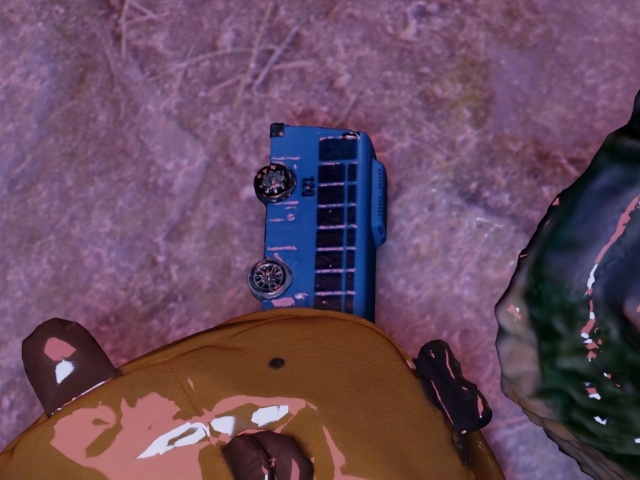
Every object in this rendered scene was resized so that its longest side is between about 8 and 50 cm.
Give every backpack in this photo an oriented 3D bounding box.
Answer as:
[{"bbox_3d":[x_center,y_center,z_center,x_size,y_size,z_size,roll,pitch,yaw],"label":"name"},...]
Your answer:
[{"bbox_3d":[-0.056,0.202,1.203,0.378,0.201,0.353,-32,65,-4],"label":"backpack"}]

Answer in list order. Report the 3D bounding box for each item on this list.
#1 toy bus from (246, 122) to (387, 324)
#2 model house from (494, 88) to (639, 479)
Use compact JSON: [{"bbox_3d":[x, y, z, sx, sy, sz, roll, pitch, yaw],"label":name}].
[{"bbox_3d":[0.000,0.000,1.366,0.106,0.090,0.185,-2,63,8],"label":"toy bus"},{"bbox_3d":[0.411,0.054,1.041,0.445,0.395,0.400,-48,46,-6],"label":"model house"}]
